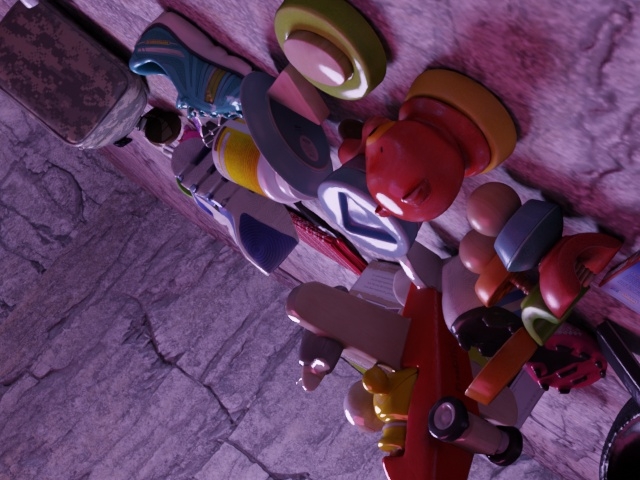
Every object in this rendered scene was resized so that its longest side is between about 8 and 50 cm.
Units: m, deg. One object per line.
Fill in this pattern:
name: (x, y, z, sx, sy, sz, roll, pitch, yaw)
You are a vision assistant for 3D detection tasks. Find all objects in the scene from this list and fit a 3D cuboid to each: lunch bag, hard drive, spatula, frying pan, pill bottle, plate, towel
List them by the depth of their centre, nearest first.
plate: (-0.034, -0.144, 1.018, 0.188, 0.024, 0.188, 41, -147, -34)
hard drive: (0.415, 0.179, 1.035, 0.135, 0.022, 0.094, 63, -174, 34)
pill bottle: (-0.076, -0.129, 1.245, 0.215, 0.117, 0.117, 26, 165, 50)
frying pan: (-0.097, -0.124, 1.531, 0.326, 0.053, 0.197, 28, 167, 45)
lunch bag: (-0.520, -0.340, 1.644, 0.305, 0.212, 0.256, 39, -173, -3)
towel: (0.000, 0.000, 1.845, 0.275, 0.031, 0.199, 31, 170, 44)
spatula: (-0.415, -0.236, 2.269, 0.242, 0.019, 0.168, 28, 166, 45)

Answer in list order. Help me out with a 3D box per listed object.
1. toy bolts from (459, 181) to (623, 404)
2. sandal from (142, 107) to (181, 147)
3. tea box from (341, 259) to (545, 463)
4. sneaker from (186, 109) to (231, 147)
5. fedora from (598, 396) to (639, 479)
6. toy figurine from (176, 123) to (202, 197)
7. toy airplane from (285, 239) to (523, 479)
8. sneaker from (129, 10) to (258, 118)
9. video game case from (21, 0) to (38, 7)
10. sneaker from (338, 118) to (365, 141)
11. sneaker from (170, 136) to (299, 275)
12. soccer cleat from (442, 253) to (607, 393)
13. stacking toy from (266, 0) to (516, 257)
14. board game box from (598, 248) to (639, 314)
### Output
toy bolts: (0.203, 0.045, 0.881, 0.158, 0.218, 0.228, 41, 154, 19)
sandal: (-0.368, -0.252, 1.793, 0.219, 0.090, 0.060, 29, 157, 56)
tea box: (0.217, 0.229, 1.564, 0.323, 0.220, 0.329, 40, 170, -19)
sneaker: (-0.215, -0.242, 1.439, 0.071, 0.068, 0.170, 49, 170, 35)
fedora: (0.534, 0.343, 1.040, 0.152, 0.334, 0.334, 5, -178, -20)
toy figurine: (-0.278, -0.203, 1.754, 0.173, 0.130, 0.159, 60, 164, 22)
toy airplane: (0.137, 0.197, 1.208, 0.386, 0.272, 0.384, 57, -146, 6)
sneaker: (-0.157, -0.218, 1.141, 0.275, 0.110, 0.107, 35, 170, 9)
video game case: (-0.483, -0.469, 1.109, 0.212, 0.023, 0.193, 54, -166, -60)
sneaker: (0.065, -0.113, 1.032, 0.118, 0.042, 0.067, 37, 167, -10)
sneaker: (-0.176, -0.081, 1.619, 0.315, 0.127, 0.182, 47, 176, -6)
soccer cleat: (0.302, 0.116, 1.129, 0.331, 0.116, 0.143, 27, -140, -35)
stacking toy: (0.027, -0.102, 0.842, 0.279, 0.130, 0.309, 39, 161, 2)
board game box: (0.430, 0.106, 0.790, 0.281, 0.027, 0.145, 36, 172, 11)
